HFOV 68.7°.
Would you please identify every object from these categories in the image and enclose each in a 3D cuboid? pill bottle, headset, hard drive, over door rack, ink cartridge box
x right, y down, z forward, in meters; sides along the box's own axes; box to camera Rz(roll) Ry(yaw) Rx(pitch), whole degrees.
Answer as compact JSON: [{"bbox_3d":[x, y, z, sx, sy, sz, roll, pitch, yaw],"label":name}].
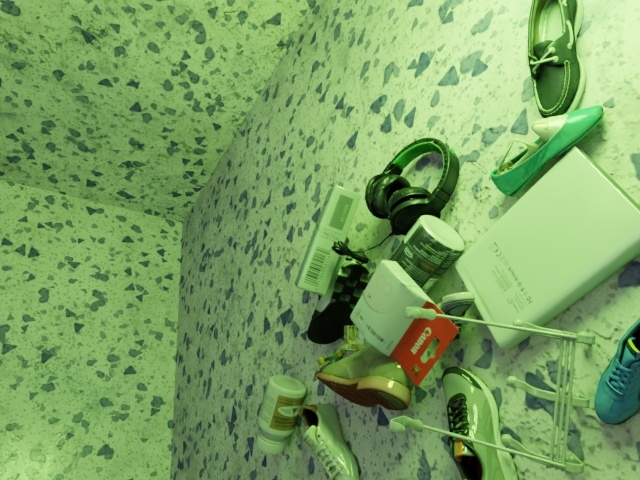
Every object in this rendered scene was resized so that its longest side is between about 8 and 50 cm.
[{"bbox_3d":[0.233,0.067,1.164,0.245,0.131,0.130,-57,35,29],"label":"pill bottle"},{"bbox_3d":[0.194,-0.105,1.250,0.394,0.185,0.243,-58,33,10],"label":"headset"},{"bbox_3d":[0.438,0.020,0.925,0.353,0.047,0.232,-54,36,34],"label":"hard drive"},{"bbox_3d":[-0.139,0.582,1.567,0.131,0.131,0.229,23,98,60],"label":"pill bottle"},{"bbox_3d":[0.309,0.258,0.863,0.325,0.108,0.239,6,84,20],"label":"over door rack"},{"bbox_3d":[0.180,0.187,1.075,0.232,0.066,0.189,55,129,43],"label":"ink cartridge box"},{"bbox_3d":[0.000,0.000,1.476,0.385,0.091,0.307,-179,109,-81],"label":"ink cartridge box"}]

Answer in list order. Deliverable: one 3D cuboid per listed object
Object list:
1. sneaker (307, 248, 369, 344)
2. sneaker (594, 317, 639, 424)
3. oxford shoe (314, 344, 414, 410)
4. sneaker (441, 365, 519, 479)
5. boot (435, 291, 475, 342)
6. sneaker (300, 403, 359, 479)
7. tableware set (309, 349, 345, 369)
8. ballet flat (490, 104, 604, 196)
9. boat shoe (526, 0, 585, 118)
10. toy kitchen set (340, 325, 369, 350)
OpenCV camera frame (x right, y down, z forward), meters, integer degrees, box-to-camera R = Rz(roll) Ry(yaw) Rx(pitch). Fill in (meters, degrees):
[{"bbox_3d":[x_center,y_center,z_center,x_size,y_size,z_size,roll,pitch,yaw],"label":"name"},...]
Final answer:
[{"bbox_3d":[0.056,0.175,1.455,0.146,0.123,0.330,-96,30,-63],"label":"sneaker"},{"bbox_3d":[0.484,0.198,0.738,0.069,0.082,0.209,46,119,54],"label":"sneaker"},{"bbox_3d":[0.124,0.357,1.264,0.397,0.140,0.146,-17,38,57],"label":"oxford shoe"},{"bbox_3d":[0.301,0.380,0.941,0.100,0.108,0.271,-51,36,38],"label":"sneaker"},{"bbox_3d":[0.297,0.173,1.033,0.190,0.069,0.086,93,172,-70],"label":"boot"},{"bbox_3d":[0.011,0.597,1.321,0.105,0.123,0.290,-58,36,25],"label":"sneaker"},{"bbox_3d":[0.027,0.346,1.387,0.104,0.154,0.024,-28,75,14],"label":"tableware set"},{"bbox_3d":[0.443,-0.192,0.952,0.247,0.087,0.083,-50,5,38],"label":"ballet flat"},{"bbox_3d":[0.481,-0.396,0.984,0.114,0.091,0.302,-18,62,56],"label":"boat shoe"},{"bbox_3d":[0.092,0.285,1.367,0.083,0.068,0.075,-21,63,54],"label":"toy kitchen set"}]
